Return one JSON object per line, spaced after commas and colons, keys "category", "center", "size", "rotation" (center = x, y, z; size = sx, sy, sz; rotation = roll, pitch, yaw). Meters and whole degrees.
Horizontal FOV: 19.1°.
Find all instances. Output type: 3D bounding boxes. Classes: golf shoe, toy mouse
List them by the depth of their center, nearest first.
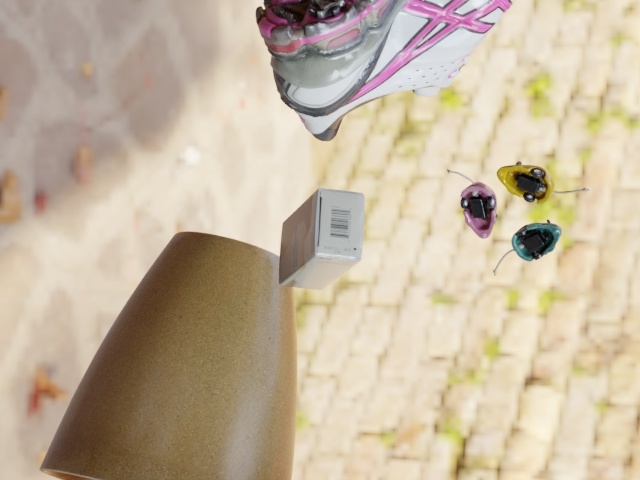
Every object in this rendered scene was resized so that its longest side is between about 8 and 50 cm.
{"category": "golf shoe", "center": [0.056, -0.120, 0.961], "size": [0.067, 0.186, 0.086], "rotation": [47, -19, 50]}
{"category": "toy mouse", "center": [0.208, -0.026, 2.061], "size": [0.031, 0.161, 0.143], "rotation": [-47, 150, -51]}

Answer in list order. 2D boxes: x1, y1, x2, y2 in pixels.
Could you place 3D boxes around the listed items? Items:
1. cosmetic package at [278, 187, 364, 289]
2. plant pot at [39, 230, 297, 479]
{"category": "cosmetic package", "center": [0.000, 0.000, 1.576], "size": [0.115, 0.041, 0.060], "rotation": [137, -43, -68]}
{"category": "plant pot", "center": [-0.117, 0.128, 1.802], "size": [0.237, 0.237, 0.254], "rotation": [40, 63, -65]}
